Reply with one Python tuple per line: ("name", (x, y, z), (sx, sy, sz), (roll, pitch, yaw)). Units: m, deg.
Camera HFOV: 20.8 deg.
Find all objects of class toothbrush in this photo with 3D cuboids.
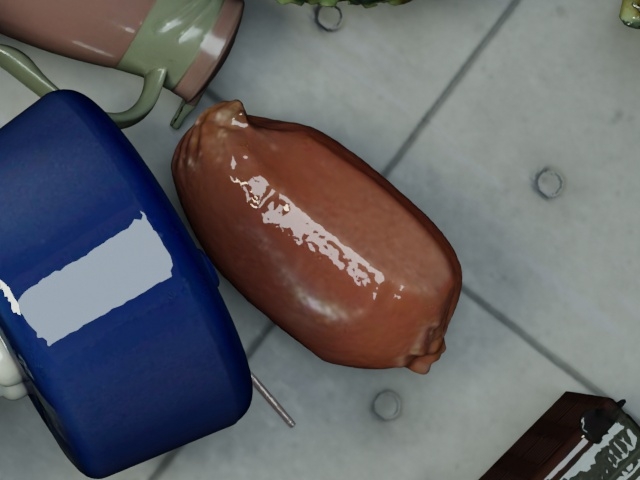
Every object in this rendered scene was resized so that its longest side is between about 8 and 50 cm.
("toothbrush", (-0.053, 0.110, 1.373), (0.006, 0.008, 0.097), (-41, 91, 8))

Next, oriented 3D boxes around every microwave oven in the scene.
("microwave oven", (0.220, 0.258, 1.304), (0.188, 0.178, 0.247), (-43, 90, -8))

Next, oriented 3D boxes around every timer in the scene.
("timer", (-0.269, 0.094, 1.202), (0.383, 0.270, 0.270), (-30, 89, -14))

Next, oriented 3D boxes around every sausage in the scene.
("sausage", (0.000, 0.000, 1.321), (0.254, 0.148, 0.148), (41, 84, 4))

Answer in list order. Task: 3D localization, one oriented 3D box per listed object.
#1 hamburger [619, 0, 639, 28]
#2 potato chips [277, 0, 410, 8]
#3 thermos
("hamburger", (0.388, -0.203, 1.349), (0.288, 0.167, 0.192), (17, 86, -3))
("potato chips", (0.057, -0.346, 1.351), (0.358, 0.070, 0.429), (29, 69, 3))
("thermos", (-0.192, -0.192, 1.315), (0.265, 0.146, 0.176), (30, 69, -11))
